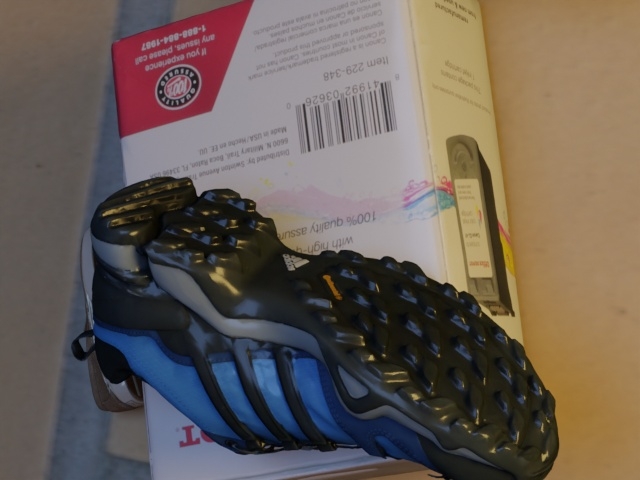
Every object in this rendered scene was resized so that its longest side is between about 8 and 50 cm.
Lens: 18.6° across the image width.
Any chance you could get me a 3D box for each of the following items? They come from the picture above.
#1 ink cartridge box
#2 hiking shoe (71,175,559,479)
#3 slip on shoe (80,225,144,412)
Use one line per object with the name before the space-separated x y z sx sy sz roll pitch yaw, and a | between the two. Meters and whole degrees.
ink cartridge box | 0.000 0.000 1.249 0.226 0.131 0.306 -12 78 26
hiking shoe | -0.002 0.075 1.126 0.304 0.113 0.132 28 127 21
slip on shoe | -0.149 0.054 1.373 0.041 0.051 0.135 -22 78 37
